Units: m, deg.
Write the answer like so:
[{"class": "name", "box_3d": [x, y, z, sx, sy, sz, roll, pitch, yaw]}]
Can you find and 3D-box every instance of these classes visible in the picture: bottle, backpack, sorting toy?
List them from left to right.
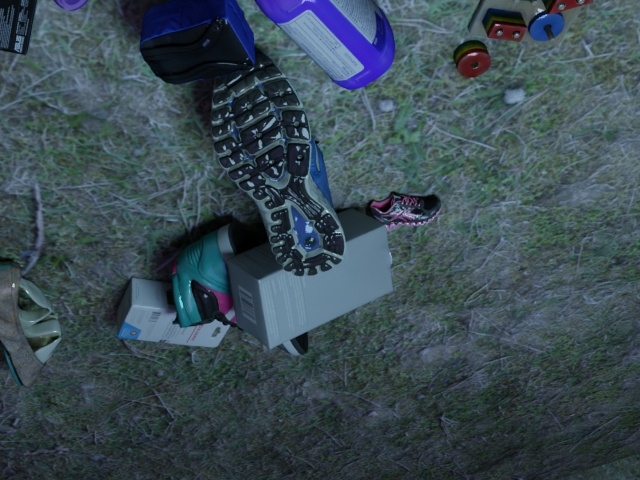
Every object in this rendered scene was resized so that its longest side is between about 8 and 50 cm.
[{"class": "backpack", "box_3d": [-0.147, -0.240, 1.053, 0.120, 0.101, 0.098, -15, 142, 14]}, {"class": "bottle", "box_3d": [-0.023, -0.286, 1.005, 0.092, 0.118, 0.283, -28, 141, 24]}, {"class": "sorting toy", "box_3d": [0.275, -0.300, 1.116, 0.132, 0.046, 0.274, 3, 141, -17]}]

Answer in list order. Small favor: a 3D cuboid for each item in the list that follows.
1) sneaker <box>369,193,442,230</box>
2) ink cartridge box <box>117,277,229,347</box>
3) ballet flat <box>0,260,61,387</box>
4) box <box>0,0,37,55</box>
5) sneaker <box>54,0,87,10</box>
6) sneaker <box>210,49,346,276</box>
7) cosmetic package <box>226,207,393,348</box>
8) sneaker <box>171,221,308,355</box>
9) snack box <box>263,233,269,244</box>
[{"class": "sneaker", "box_3d": [0.132, -0.052, 1.420, 0.119, 0.047, 0.057, -14, 132, 4]}, {"class": "ink cartridge box", "box_3d": [-0.251, 0.127, 1.552, 0.180, 0.060, 0.104, 10, 139, -24]}, {"class": "ballet flat", "box_3d": [-0.492, 0.144, 1.491, 0.106, 0.107, 0.316, -18, 146, -12]}, {"class": "box", "box_3d": [-0.368, -0.298, 0.943, 0.147, 0.077, 0.180, 7, 140, -22]}, {"class": "sneaker", "box_3d": [-0.245, -0.307, 0.966, 0.068, 0.071, 0.170, 20, 135, -34]}, {"class": "sneaker", "box_3d": [-0.062, -0.112, 1.225, 0.130, 0.147, 0.330, -17, 123, 2]}, {"class": "cosmetic package", "box_3d": [-0.011, 0.053, 1.372, 0.238, 0.107, 0.127, -23, 121, -30]}, {"class": "sneaker", "box_3d": [-0.150, 0.107, 1.472, 0.178, 0.123, 0.295, -18, 129, 17]}, {"class": "snack box", "box_3d": [0.000, 0.000, 1.472, 0.178, 0.022, 0.064, 5, 143, -19]}]
